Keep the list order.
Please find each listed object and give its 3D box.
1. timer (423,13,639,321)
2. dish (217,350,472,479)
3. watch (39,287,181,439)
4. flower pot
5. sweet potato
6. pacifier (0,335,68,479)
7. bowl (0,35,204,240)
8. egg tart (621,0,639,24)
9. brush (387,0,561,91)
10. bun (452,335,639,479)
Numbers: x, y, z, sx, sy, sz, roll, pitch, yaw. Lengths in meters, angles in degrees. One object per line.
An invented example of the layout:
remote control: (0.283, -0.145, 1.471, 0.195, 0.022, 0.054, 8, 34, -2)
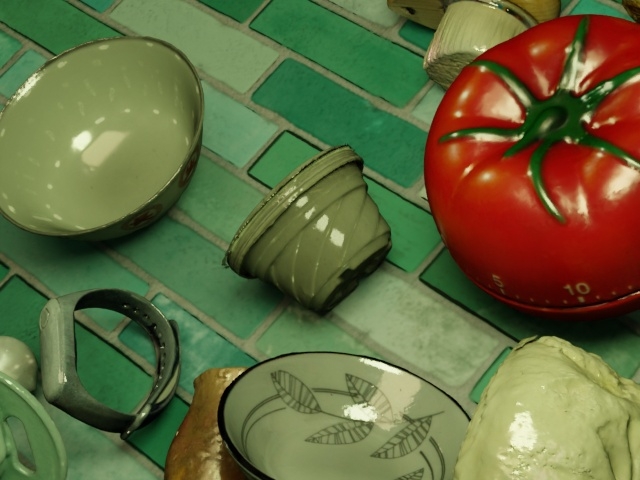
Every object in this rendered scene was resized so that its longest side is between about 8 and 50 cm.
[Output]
timer: (0.316, -0.085, 1.968, 0.378, 0.279, 0.378, -13, 55, 19)
dish: (0.027, 0.257, 1.920, 0.317, 0.106, 0.316, 9, 27, -5)
watch: (-0.268, 0.157, 2.106, 0.068, 0.193, 0.206, -46, 44, 42)
flower pot: (0.000, 0.000, 2.097, 0.235, 0.235, 0.140, -40, 78, -7)
sweet potato: (-0.133, 0.312, 1.982, 0.131, 0.131, 0.336, 2, 62, 22)
pacifier: (-0.466, 0.211, 2.124, 0.344, 0.288, 0.269, 4, 34, 19)
bowl: (-0.293, -0.112, 2.299, 0.337, 0.157, 0.337, -11, 55, 16)
egg tart: (0.513, -0.256, 1.991, 0.128, 0.319, 0.319, -51, 53, 9)
brush: (0.192, -0.295, 2.238, 0.267, 0.174, 0.166, 13, 73, 37)
bun: (0.260, 0.278, 1.724, 0.211, 0.359, 0.359, 15, 64, 18)
